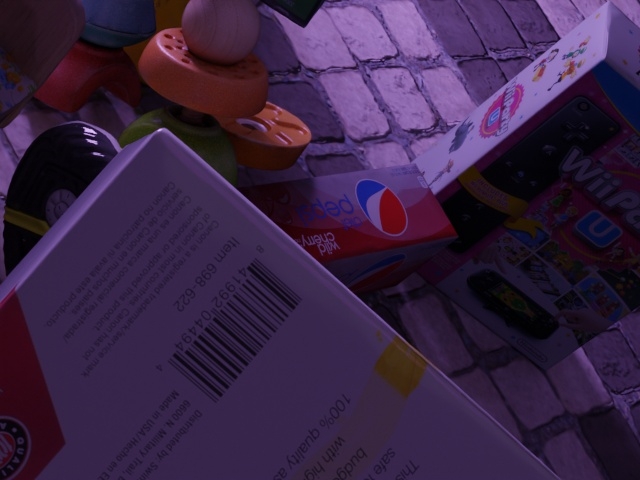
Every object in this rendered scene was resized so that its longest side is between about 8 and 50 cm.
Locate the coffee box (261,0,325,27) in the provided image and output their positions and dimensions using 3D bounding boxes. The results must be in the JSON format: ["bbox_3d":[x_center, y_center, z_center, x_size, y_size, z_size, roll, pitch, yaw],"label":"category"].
[{"bbox_3d":[-0.071,-0.230,1.401,0.113,0.040,0.184,32,6,-28],"label":"coffee box"}]

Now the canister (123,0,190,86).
[{"bbox_3d":[-0.105,-0.221,1.571,0.073,0.126,0.170,42,38,-14],"label":"canister"}]

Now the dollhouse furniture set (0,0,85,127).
[{"bbox_3d":[-0.373,-0.203,1.138,0.394,0.256,0.362,46,40,-2],"label":"dollhouse furniture set"}]

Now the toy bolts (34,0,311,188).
[{"bbox_3d":[-0.107,-0.160,1.419,0.228,0.158,0.218,32,26,25],"label":"toy bolts"}]

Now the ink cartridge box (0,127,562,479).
[{"bbox_3d":[-0.061,0.159,1.133,0.385,0.160,0.279,42,80,-10],"label":"ink cartridge box"}]

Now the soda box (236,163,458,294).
[{"bbox_3d":[0.000,0.000,1.509,0.263,0.092,0.083,-11,67,-51],"label":"soda box"}]

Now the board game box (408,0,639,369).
[{"bbox_3d":[0.234,-0.042,1.615,0.224,0.303,0.097,37,38,-17],"label":"board game box"}]

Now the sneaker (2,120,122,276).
[{"bbox_3d":[-0.099,0.081,1.314,0.384,0.145,0.147,59,28,-5],"label":"sneaker"}]
